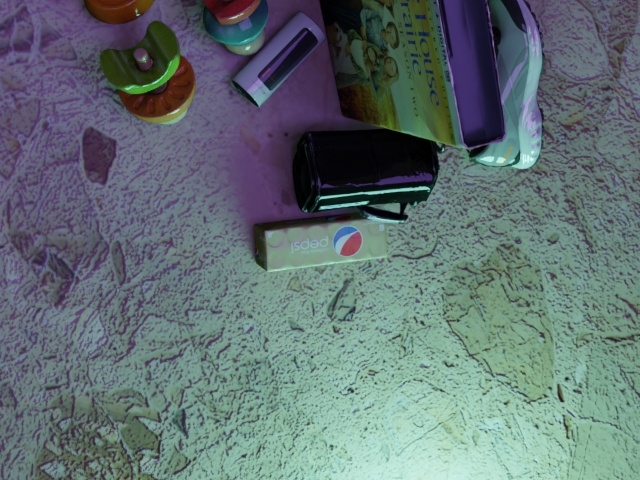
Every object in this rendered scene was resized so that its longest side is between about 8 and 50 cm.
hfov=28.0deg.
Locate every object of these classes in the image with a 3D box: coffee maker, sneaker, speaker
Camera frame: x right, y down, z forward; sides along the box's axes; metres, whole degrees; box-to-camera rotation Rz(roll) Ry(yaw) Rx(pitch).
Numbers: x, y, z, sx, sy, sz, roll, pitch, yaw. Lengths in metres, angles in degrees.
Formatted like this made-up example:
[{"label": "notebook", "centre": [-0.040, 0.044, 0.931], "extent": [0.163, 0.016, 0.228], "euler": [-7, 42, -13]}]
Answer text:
[{"label": "coffee maker", "centre": [0.061, -0.109, 1.761], "extent": [0.178, 0.120, 0.171], "euler": [-6, 141, -18]}, {"label": "sneaker", "centre": [0.257, -0.233, 1.838], "extent": [0.108, 0.100, 0.272], "euler": [-6, 102, -12]}, {"label": "speaker", "centre": [-0.058, -0.247, 1.751], "extent": [0.136, 0.055, 0.055], "euler": [-46, 110, -5]}]

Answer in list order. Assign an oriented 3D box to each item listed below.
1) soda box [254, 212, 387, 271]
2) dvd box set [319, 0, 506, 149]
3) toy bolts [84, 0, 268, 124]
[{"label": "soda box", "centre": [0.000, 0.000, 1.816], "extent": [0.181, 0.058, 0.061], "euler": [-7, 102, -18]}, {"label": "dvd box set", "centre": [0.093, -0.286, 1.600], "extent": [0.062, 0.420, 0.308], "euler": [-15, 106, -15]}, {"label": "toy bolts", "centre": [-0.182, -0.280, 1.689], "extent": [0.228, 0.158, 0.218], "euler": [-28, 67, -2]}]
